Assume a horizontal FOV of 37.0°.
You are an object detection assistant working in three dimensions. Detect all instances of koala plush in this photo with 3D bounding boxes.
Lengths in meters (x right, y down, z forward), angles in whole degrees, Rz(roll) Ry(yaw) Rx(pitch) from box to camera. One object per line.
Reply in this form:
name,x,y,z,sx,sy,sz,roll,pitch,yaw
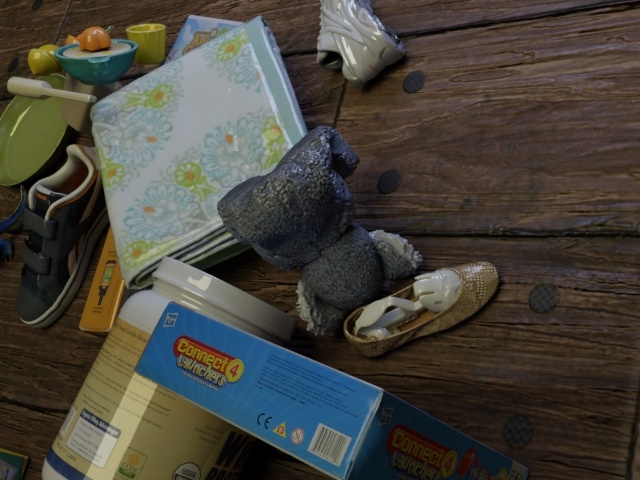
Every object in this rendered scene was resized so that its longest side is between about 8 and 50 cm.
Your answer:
koala plush,0.000,0.000,1.192,0.196,0.221,0.203,-35,10,6

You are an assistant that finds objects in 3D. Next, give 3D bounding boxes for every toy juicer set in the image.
toy juicer set,-0.399,-0.304,1.562,0.209,0.090,0.329,3,26,13

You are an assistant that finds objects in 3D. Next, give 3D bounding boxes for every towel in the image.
towel,-0.174,-0.131,1.410,0.320,0.090,0.375,-23,57,8

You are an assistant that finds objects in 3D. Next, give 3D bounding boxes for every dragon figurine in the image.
dragon figurine,-0.646,0.012,1.730,0.289,0.144,0.085,-54,47,2

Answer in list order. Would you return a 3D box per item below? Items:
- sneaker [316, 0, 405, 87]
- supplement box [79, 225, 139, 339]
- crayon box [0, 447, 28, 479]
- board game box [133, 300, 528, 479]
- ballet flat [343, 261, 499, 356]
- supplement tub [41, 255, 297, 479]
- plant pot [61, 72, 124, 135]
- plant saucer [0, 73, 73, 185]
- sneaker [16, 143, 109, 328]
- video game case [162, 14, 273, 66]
sneaker,0.027,-0.314,1.411,0.115,0.090,0.232,-43,47,17
supplement box,-0.292,0.040,1.482,0.078,0.080,0.234,-1,65,39
crayon box,-0.646,0.486,1.507,0.313,0.106,0.363,1,68,37
board game box,0.014,0.190,1.003,0.308,0.302,0.086,17,78,42
ballet flat,0.114,0.080,1.143,0.206,0.067,0.073,-33,51,21
supplement tub,-0.181,0.201,1.202,0.228,0.228,0.316,19,80,43
plant pot,-0.399,-0.238,1.700,0.109,0.109,0.096,35,103,43
plant saucer,-0.548,-0.208,1.844,0.240,0.037,0.241,-18,57,30
sneaker,-0.445,-0.015,1.601,0.126,0.127,0.321,22,83,42
video game case,-0.196,-0.285,1.614,0.212,0.023,0.193,20,80,43
